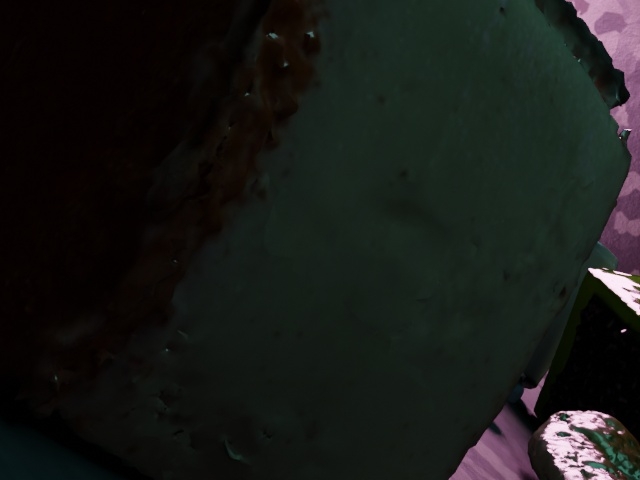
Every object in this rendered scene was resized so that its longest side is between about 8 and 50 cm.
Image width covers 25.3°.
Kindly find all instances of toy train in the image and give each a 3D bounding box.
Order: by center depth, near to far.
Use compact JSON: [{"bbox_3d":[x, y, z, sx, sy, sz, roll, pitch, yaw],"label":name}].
[{"bbox_3d":[0.320,0.143,1.054,0.249,0.173,0.307,12,18,-20],"label":"toy train"}]

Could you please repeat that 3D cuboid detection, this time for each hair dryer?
[{"bbox_3d":[0.161,0.044,1.255,0.073,0.131,0.236,38,-6,-16],"label":"hair dryer"}]

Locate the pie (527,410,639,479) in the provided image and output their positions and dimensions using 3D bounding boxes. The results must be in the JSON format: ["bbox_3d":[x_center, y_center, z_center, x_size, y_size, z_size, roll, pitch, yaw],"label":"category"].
[{"bbox_3d":[0.211,0.189,0.829,0.240,0.054,0.240,44,8,-8],"label":"pie"}]

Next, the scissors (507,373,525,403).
[{"bbox_3d":[0.000,0.000,0.851,0.393,0.032,0.180,38,8,-34],"label":"scissors"}]

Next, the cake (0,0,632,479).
[{"bbox_3d":[-0.061,-0.004,0.437,0.262,0.159,0.158,0,-29,44],"label":"cake"}]
